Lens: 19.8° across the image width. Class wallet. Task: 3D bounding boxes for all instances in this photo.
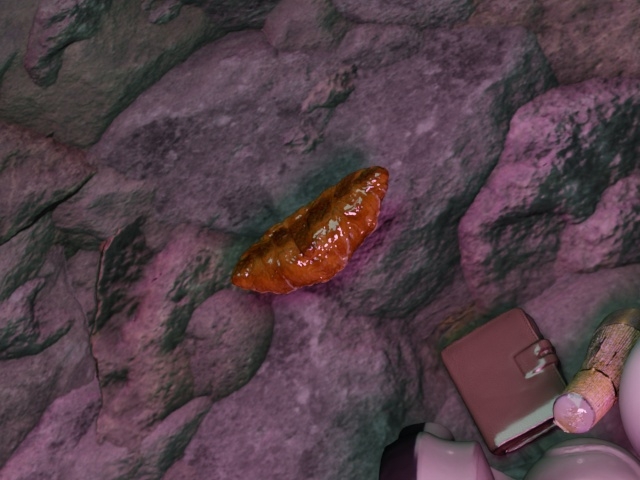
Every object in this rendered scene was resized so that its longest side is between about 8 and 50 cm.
[{"bbox_3d":[0.208,0.153,2.010,0.118,0.039,0.153,-29,49,7],"label":"wallet"}]

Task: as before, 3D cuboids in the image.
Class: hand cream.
[{"bbox_3d":[0.293,0.141,1.877,0.084,0.084,0.203,-1,19,28],"label":"hand cream"}]

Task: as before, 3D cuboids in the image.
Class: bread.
[{"bbox_3d":[0.000,0.000,2.224,0.233,0.076,0.105,-38,33,5],"label":"bread"}]

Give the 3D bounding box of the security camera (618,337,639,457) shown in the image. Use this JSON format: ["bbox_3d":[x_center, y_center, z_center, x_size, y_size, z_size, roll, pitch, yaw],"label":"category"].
[{"bbox_3d":[0.398,0.134,1.801,0.236,0.195,0.194,-38,45,-19],"label":"security camera"}]

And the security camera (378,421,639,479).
[{"bbox_3d":[0.204,0.280,1.801,0.277,0.197,0.191,-5,15,8],"label":"security camera"}]
